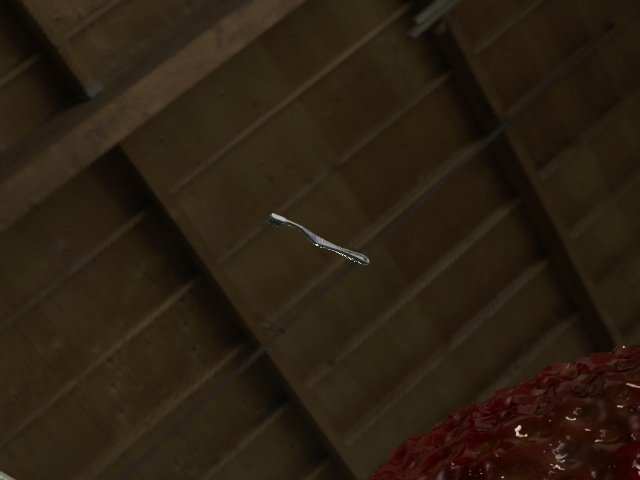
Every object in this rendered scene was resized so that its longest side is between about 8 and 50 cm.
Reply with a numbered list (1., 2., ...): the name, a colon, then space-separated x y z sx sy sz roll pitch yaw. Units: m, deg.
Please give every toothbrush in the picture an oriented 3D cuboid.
1. toothbrush: 0.000 0.000 1.168 0.131 0.013 0.011 24 -133 -27

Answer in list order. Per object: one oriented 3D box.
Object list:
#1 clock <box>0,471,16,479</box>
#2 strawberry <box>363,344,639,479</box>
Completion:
1. clock: -0.246 0.225 0.672 0.230 0.230 0.083 17 -66 -32
2. strawberry: 0.115 0.167 0.461 0.250 0.238 0.288 44 -110 -45
